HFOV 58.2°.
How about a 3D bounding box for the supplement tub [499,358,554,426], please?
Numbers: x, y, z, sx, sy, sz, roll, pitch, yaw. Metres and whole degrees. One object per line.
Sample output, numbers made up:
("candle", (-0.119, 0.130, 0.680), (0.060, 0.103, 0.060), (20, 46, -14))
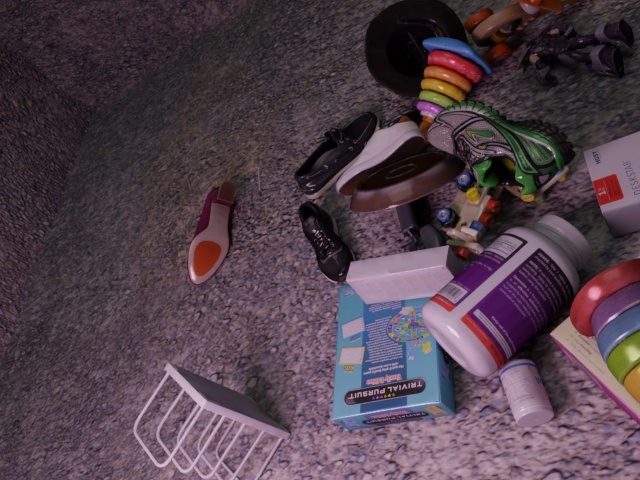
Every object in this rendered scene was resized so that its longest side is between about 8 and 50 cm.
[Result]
("supplement tub", (0.378, 0.280, 1.062), (0.071, 0.071, 0.107), (-29, 44, 21))

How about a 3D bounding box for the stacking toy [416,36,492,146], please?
("stacking toy", (0.333, -0.393, 1.611), (0.175, 0.166, 0.301), (28, 98, 39))

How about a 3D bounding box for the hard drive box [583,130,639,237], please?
("hard drive box", (0.667, -0.130, 1.133), (0.232, 0.089, 0.181), (-21, 45, 28))

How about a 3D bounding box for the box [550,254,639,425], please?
("box", (0.562, 0.167, 0.958), (0.243, 0.117, 0.213), (-44, 40, 5))

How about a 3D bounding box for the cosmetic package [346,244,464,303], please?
("cosmetic package", (0.184, 0.077, 1.253), (0.239, 0.099, 0.060), (-11, 46, 34))

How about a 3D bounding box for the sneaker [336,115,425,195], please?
("sneaker", (0.159, -0.240, 1.637), (0.290, 0.106, 0.123), (-35, 52, 21))

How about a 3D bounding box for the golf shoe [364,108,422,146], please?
("golf shoe", (0.209, -0.328, 1.708), (0.198, 0.077, 0.094), (-38, 35, 4))

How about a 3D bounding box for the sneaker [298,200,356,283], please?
("sneaker", (0.000, 0.000, 1.583), (0.107, 0.124, 0.283), (-39, 41, 11))

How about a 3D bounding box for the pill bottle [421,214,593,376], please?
("pill bottle", (0.366, 0.100, 1.118), (0.323, 0.181, 0.181), (-40, 39, -7))

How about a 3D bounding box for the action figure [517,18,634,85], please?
("action figure", (0.625, -0.476, 1.454), (0.285, 0.099, 0.185), (22, 81, 52))

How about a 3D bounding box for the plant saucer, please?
("plant saucer", (0.212, -0.159, 1.468), (0.311, 0.050, 0.310), (-22, 17, 7))

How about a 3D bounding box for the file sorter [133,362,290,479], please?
("file sorter", (-0.254, 0.439, 1.334), (0.193, 0.278, 0.173), (24, 80, 49))

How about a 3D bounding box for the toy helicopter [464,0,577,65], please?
("toy helicopter", (0.576, -0.628, 1.543), (0.355, 0.235, 0.140), (-25, 83, 0))

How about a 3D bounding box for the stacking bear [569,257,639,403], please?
("stacking bear", (0.496, 0.180, 0.803), (0.176, 0.164, 0.288), (-32, 48, 18))

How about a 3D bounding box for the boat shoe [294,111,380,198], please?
("boat shoe", (0.044, -0.288, 1.790), (0.340, 0.113, 0.127), (-45, 39, 2))

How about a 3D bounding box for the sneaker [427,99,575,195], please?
("sneaker", (0.349, -0.199, 1.229), (0.146, 0.134, 0.344), (-44, 38, -12))

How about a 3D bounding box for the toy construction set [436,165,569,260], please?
("toy construction set", (0.387, -0.076, 1.303), (0.327, 0.151, 0.215), (-48, 39, -18))

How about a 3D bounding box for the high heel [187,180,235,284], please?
("high heel", (-0.377, -0.014, 1.976), (0.181, 0.127, 0.376), (-31, 37, 64))

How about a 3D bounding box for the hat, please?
("hat", (0.280, -0.569, 1.759), (0.331, 0.331, 0.134), (-56, 2, -10))

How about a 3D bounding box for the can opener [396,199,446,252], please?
("can opener", (0.253, -0.040, 1.428), (0.095, 0.076, 0.283), (-36, 39, 26))

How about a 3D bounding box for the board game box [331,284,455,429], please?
("board game box", (0.159, 0.233, 1.287), (0.254, 0.079, 0.335), (-19, 48, 29))
